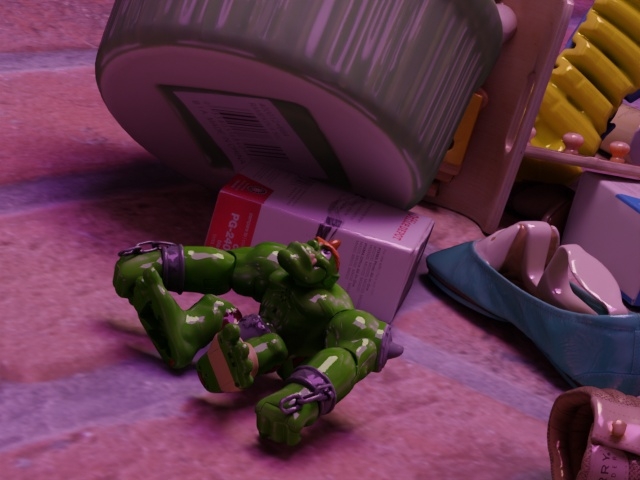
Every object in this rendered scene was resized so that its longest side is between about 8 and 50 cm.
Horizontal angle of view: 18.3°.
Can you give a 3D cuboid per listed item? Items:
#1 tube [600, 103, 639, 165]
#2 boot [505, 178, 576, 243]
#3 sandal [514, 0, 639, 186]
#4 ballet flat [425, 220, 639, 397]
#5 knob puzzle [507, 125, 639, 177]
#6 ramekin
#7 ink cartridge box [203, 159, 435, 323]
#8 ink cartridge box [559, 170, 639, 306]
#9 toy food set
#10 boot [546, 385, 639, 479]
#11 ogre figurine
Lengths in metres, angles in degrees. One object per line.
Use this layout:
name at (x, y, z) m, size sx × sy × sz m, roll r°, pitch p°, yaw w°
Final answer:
tube at (0.305, -0.140, 2.224) m, size 0.070 × 0.062 × 0.240 m, roll 54°, pitch -9°, yaw -30°
boot at (0.199, -0.029, 1.810) m, size 0.087 × 0.042 × 0.118 m, roll 19°, pitch 15°, yaw 30°
sandal at (0.281, -0.173, 1.979) m, size 0.126 × 0.317 × 0.138 m, roll 50°, pitch -6°, yaw -2°
ballet flat at (0.169, 0.035, 1.485) m, size 0.083 × 0.087 × 0.247 m, roll 5°, pitch 20°, yaw -34°
knob puzzle at (0.237, -0.082, 1.802) m, size 0.213 × 0.030 × 0.213 m, roll 11°, pitch 4°, yaw -1°
ramekin at (-0.025, -0.137, 1.527) m, size 0.303 × 0.148 × 0.303 m, roll 18°, pitch -22°, yaw 8°
ink cartridge box at (0.000, 0.000, 1.474) m, size 0.150 × 0.063 × 0.109 m, roll 18°, pitch 16°, yaw 6°
ink cartridge box at (0.328, 0.008, 1.729) m, size 0.190 × 0.082 × 0.139 m, roll 10°, pitch 17°, yaw -25°
toy food set at (0.042, -0.151, 1.725) m, size 0.306 × 0.220 × 0.092 m, roll 19°, pitch 16°, yaw 5°
boot at (0.246, 0.161, 1.144) m, size 0.203 × 0.095 × 0.262 m, roll 14°, pitch 15°, yaw -12°
ogre figurine at (-0.036, 0.051, 1.244) m, size 0.118 × 0.097 × 0.197 m, roll -18°, pitch 19°, yaw -33°
